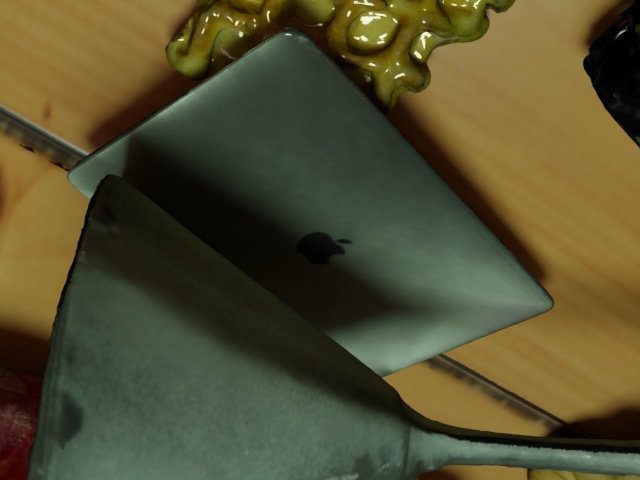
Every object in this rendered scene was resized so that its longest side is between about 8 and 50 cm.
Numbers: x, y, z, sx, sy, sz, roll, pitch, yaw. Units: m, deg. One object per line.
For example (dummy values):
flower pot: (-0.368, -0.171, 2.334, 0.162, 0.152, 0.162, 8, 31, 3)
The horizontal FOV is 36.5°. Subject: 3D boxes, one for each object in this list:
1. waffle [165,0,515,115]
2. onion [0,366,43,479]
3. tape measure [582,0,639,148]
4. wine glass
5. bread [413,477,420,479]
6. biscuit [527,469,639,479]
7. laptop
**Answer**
waffle: (-0.008, -0.182, 0.506, 0.249, 0.056, 0.253, -32, 117, 23)
onion: (-0.221, 0.225, 0.676, 0.231, 0.272, 0.256, 20, 110, 0)
tape measure: (0.266, -0.089, 0.512, 0.199, 0.112, 0.186, 36, 126, -24)
wine glass: (0.071, 0.114, 0.530, 0.406, 0.267, 0.267, 6, 123, -3)
bread: (-0.006, 0.258, 0.718, 0.192, 0.109, 0.210, 4, 131, -42)
biscuit: (0.246, 0.248, 0.727, 0.203, 0.041, 0.260, 16, 138, 36)
laptop: (0.000, 0.000, 0.609, 0.188, 0.015, 0.269, -26, 127, 31)
